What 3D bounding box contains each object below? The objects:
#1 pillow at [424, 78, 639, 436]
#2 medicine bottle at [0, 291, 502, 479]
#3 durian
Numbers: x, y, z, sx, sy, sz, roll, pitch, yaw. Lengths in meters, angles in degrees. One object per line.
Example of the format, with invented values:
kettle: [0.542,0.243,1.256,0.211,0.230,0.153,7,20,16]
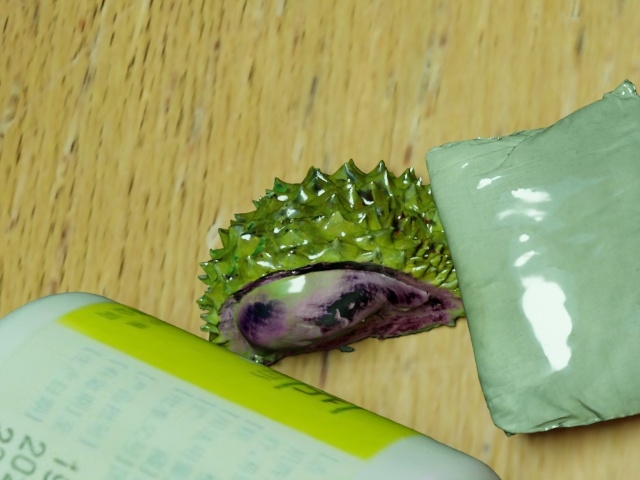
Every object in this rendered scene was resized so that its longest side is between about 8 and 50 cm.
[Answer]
pillow: [0.140,0.016,1.056,0.134,0.078,0.181,-14,73,0]
medicine bottle: [-0.023,0.181,0.994,0.378,0.213,0.214,22,82,26]
durian: [-0.001,0.000,1.103,0.186,0.108,0.119,-16,68,16]
